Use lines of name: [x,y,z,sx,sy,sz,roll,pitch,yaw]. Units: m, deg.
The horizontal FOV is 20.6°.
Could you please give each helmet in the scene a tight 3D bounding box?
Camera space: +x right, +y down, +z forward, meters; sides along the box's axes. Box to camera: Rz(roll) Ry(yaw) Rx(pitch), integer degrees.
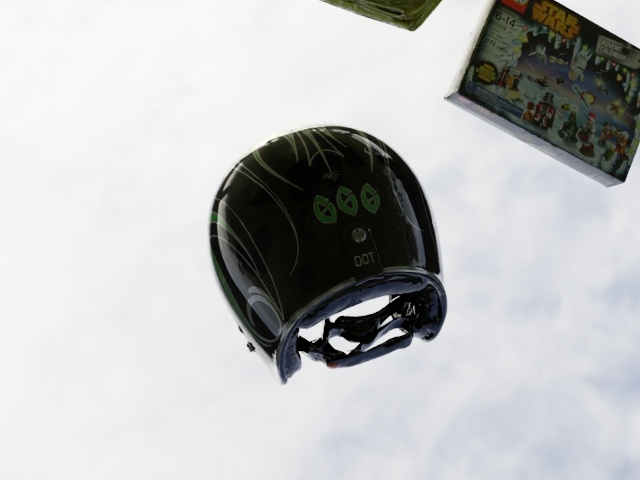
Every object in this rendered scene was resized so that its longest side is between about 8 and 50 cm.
helmet: [0.000,0.000,1.181,0.169,0.169,0.161,-25,-123,1]

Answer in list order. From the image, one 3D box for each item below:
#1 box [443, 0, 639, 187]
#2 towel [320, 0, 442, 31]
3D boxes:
box: [0.161,-0.108,1.198,0.094,0.137,0.027,-68,-164,-14]
towel: [0.009,-0.210,1.188,0.237,0.021,0.102,27,-107,43]
